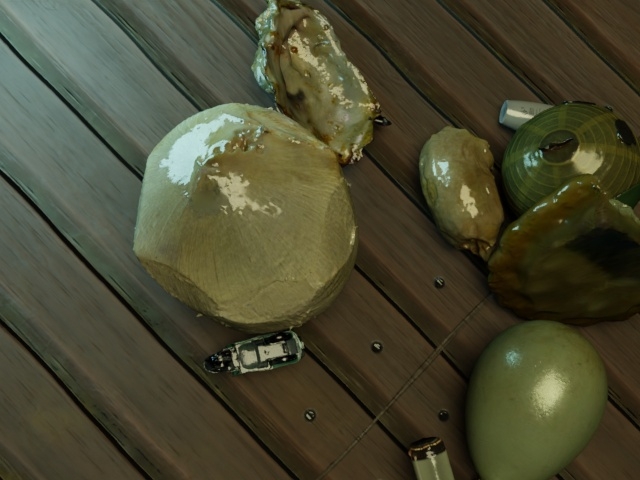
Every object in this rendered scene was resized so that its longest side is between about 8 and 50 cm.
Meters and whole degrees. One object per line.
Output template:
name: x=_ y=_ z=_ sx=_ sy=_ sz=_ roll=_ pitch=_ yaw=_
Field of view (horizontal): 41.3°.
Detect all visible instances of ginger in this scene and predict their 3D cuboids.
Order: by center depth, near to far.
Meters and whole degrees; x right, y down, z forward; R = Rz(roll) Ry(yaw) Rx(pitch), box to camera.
ginger: x=0.252 y=-0.092 z=1.514 sx=0.152 sy=0.138 sz=0.267 roll=3 pitch=72 yaw=-14

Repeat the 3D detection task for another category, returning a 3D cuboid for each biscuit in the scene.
biscuit: x=0.461 y=0.043 z=1.438 sx=0.335 sy=0.329 sz=0.078 roll=16 pitch=44 yaw=-12

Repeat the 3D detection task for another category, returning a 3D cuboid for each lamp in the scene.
lamp: x=0.428 y=-0.129 z=1.477 sx=0.250 sy=0.284 sz=0.250 roll=-9 pitch=70 yaw=26

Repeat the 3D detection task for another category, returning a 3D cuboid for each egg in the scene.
egg: x=0.346 y=0.274 z=1.404 sx=0.219 sy=0.218 sz=0.295 roll=26 pitch=87 yaw=-2

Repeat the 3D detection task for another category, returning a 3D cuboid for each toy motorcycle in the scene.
toy motorcycle: x=-0.109 y=0.192 z=1.410 sx=0.173 sy=0.100 sz=0.058 roll=-11 pitch=78 yaw=-14

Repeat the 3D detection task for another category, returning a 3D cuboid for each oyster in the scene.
oyster: x=-0.040 y=-0.284 z=1.518 sx=0.221 sy=0.096 sz=0.361 roll=-30 pitch=86 yaw=-43

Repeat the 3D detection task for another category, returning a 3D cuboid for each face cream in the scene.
face cream: x=0.433 y=-0.223 z=1.615 sx=0.182 sy=0.051 sz=0.072 roll=13 pitch=74 yaw=-5

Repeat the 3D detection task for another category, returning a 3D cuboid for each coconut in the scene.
coconut: x=-0.110 y=-0.031 z=1.307 sx=0.347 sy=0.360 sz=0.346 roll=-2 pitch=76 yaw=7

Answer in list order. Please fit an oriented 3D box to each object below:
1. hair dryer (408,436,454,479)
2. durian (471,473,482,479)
hair dryer: x=0.207 y=0.473 z=1.363 sx=0.203 sy=0.128 sz=0.361 roll=-15 pitch=87 yaw=-11
durian: x=0.283 y=0.461 z=1.448 sx=0.066 sy=0.052 sz=0.130 roll=-16 pitch=81 yaw=-51
